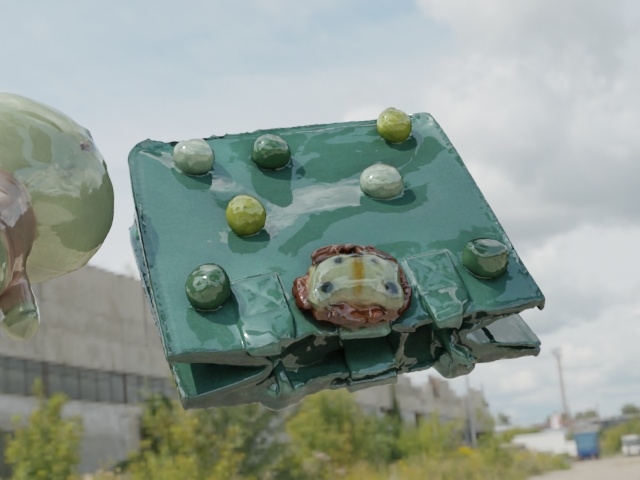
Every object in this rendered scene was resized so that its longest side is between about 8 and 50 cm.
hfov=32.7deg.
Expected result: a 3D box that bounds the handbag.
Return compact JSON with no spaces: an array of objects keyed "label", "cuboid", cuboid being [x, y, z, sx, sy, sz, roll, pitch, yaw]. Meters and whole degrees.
[{"label":"handbag","cuboid":[0.000,-0.005,0.808,0.268,0.274,0.100,-6,-56,-13]}]

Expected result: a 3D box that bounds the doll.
[{"label":"doll","cuboid":[-0.215,-0.018,0.729,0.113,0.155,0.275,-25,13,36]}]
